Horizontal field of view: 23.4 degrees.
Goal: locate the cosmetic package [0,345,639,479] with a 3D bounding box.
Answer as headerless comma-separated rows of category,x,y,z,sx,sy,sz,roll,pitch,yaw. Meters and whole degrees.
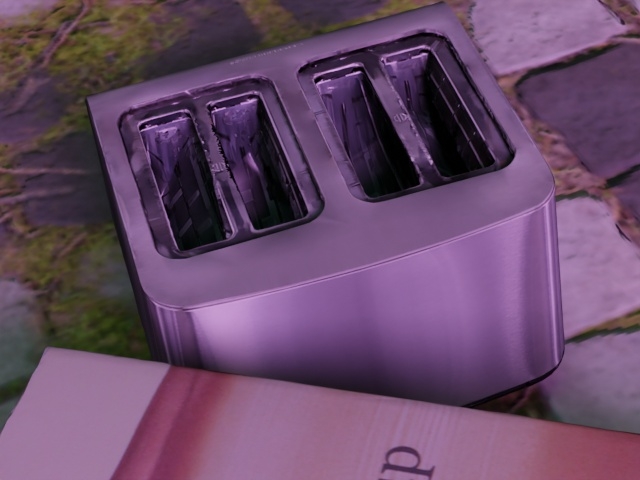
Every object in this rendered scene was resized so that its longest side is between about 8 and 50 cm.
cosmetic package,0.037,0.141,0.469,0.296,0.129,0.153,6,47,15

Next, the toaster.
toaster,0.000,0.000,0.633,0.168,0.110,0.185,-16,45,-6
